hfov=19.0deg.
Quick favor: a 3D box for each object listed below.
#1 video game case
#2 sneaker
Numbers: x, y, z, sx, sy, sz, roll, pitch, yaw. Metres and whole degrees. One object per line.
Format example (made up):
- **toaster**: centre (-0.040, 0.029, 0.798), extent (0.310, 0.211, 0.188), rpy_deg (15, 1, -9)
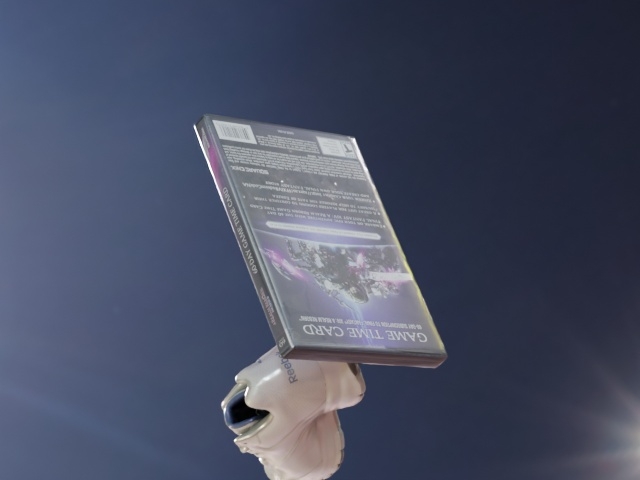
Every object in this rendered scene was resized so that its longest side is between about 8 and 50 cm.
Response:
- **video game case**: centre (0.000, 0.000, 1.855), extent (0.196, 0.274, 0.026), rpy_deg (6, -39, -40)
- **sneaker**: centre (-0.042, 0.173, 1.943), extent (0.129, 0.111, 0.297), rpy_deg (-18, -28, -16)
